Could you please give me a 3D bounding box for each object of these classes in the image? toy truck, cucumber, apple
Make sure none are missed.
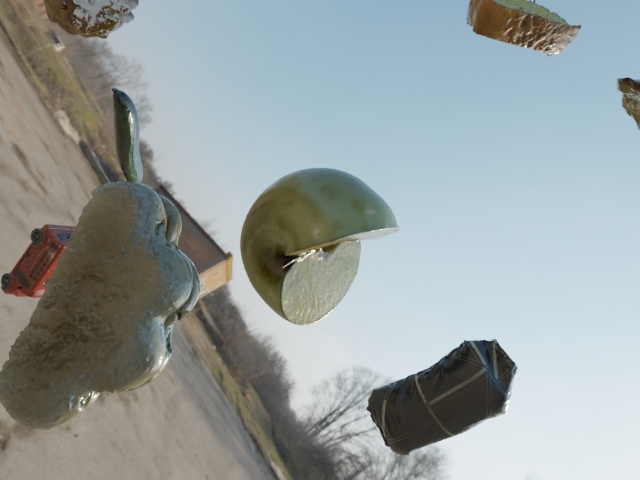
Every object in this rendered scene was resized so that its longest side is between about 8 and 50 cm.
[{"bbox_3d":[-0.772,0.074,1.122,0.114,0.252,0.107,44,12,15],"label":"toy truck"},{"bbox_3d":[-0.412,-0.205,0.857,0.056,0.056,0.284,54,-31,15],"label":"cucumber"},{"bbox_3d":[-0.016,-0.009,0.778,0.233,0.258,0.295,44,-47,20],"label":"apple"}]

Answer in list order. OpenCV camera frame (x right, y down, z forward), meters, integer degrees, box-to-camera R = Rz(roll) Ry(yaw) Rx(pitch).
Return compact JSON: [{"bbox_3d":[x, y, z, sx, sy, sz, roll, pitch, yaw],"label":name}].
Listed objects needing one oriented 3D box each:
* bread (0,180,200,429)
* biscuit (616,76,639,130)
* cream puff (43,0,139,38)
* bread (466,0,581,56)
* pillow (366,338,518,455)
[{"bbox_3d":[-0.275,0.090,0.541,0.183,0.337,0.102,20,-12,6],"label":"bread"},{"bbox_3d":[0.448,-0.141,0.482,0.183,0.118,0.061,-102,-164,-50],"label":"biscuit"},{"bbox_3d":[-0.290,-0.310,0.482,0.094,0.116,0.122,40,7,11],"label":"cream puff"},{"bbox_3d":[0.333,-0.367,0.672,0.103,0.187,0.065,-105,-157,-43],"label":"bread"},{"bbox_3d":[0.257,0.332,0.846,0.161,0.335,0.092,58,19,6],"label":"pillow"}]
